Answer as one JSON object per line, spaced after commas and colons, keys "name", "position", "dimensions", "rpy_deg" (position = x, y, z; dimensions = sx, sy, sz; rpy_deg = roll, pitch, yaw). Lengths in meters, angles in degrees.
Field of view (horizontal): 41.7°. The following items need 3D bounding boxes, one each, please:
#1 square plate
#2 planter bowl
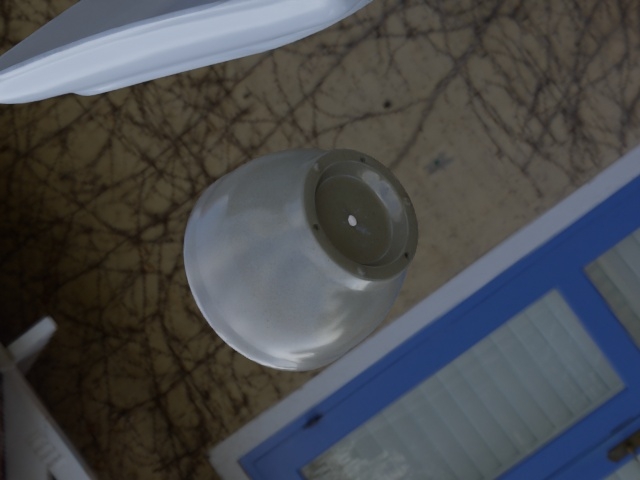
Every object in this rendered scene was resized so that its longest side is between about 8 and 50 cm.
{"name": "square plate", "position": [-0.042, -0.200, 0.604], "dimensions": [0.347, 0.344, 0.049], "rpy_deg": [-4, 125, 38]}
{"name": "planter bowl", "position": [0.000, 0.000, 0.594], "dimensions": [0.162, 0.162, 0.109], "rpy_deg": [53, 139, -3]}
